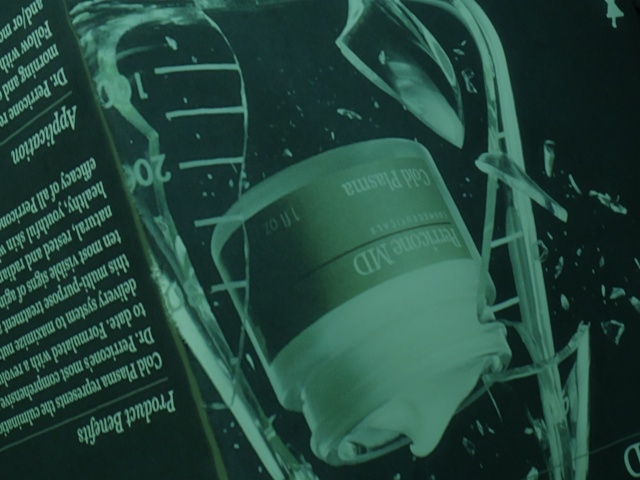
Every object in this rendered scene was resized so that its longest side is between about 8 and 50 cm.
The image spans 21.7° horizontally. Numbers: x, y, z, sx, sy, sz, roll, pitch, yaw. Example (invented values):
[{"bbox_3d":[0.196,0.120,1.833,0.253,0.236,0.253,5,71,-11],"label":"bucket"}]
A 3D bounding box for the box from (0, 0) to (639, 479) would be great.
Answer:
[{"bbox_3d":[0.000,0.000,1.121,0.297,0.480,0.472,-24,83,49],"label":"box"}]
